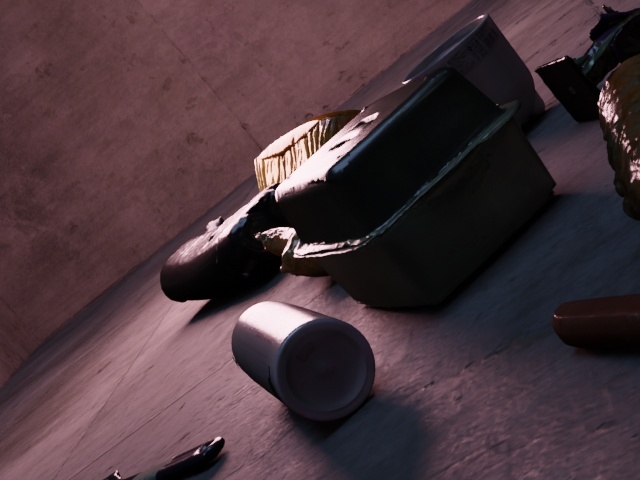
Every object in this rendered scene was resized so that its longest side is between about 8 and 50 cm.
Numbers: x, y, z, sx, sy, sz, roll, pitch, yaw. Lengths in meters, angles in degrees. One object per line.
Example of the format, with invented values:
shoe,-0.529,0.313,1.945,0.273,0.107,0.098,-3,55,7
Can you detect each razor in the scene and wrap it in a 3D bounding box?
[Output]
razor,-0.146,0.015,1.961,0.189,0.107,0.327,-46,11,-32

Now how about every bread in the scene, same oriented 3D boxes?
bread,0.003,-0.131,1.963,0.153,0.119,0.288,3,-12,-28

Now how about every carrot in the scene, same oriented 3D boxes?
carrot,0.251,-0.066,0.843,0.102,0.102,0.263,-36,11,22

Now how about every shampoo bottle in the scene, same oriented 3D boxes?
shampoo bottle,-0.030,0.108,1.130,0.092,0.092,0.303,-42,10,-10

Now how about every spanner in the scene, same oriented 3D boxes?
spanner,-0.195,0.260,1.283,0.316,0.024,0.087,-31,7,45

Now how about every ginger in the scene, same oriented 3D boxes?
ginger,0.000,0.000,1.544,0.148,0.081,0.334,-38,9,-16

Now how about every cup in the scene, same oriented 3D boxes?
cup,0.184,-0.173,1.449,0.173,0.142,0.134,-42,10,-16

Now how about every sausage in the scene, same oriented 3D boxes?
sausage,0.190,0.050,0.721,0.035,0.030,0.147,-43,10,-22

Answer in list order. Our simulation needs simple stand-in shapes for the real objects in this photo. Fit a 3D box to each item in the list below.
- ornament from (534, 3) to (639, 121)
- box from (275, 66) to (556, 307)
ornament,0.338,-0.220,1.244,0.203,0.088,0.081,-39,10,-3
box,0.085,-0.049,1.181,0.220,0.166,0.290,-43,9,-14
